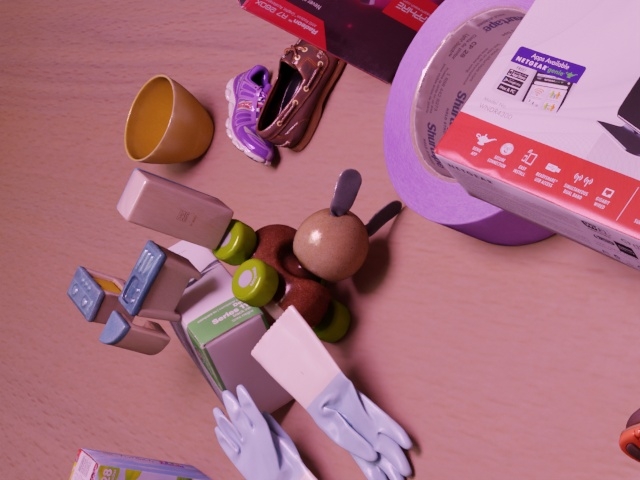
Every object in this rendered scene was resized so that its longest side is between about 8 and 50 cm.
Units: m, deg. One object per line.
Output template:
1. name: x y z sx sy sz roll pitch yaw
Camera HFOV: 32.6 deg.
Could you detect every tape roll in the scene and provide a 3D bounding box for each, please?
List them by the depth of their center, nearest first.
1. tape roll: 0.190 -0.137 1.125 0.275 0.090 0.275 -24 58 45

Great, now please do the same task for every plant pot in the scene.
1. plant pot: -0.218 -0.169 1.639 0.134 0.095 0.134 -23 59 44

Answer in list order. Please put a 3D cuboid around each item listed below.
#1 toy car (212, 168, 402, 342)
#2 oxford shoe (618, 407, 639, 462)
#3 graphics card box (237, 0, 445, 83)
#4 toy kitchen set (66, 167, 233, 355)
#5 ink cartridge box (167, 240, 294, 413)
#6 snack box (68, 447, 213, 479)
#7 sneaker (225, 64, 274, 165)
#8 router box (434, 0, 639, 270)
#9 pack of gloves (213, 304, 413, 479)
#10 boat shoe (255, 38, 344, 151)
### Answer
1. toy car: 0.000 0.000 1.264 0.188 0.155 0.149 -47 43 15
2. oxford shoe: 0.352 0.102 0.839 0.271 0.097 0.098 -29 36 33
3. graphics card box: 0.097 -0.364 1.217 0.371 0.232 0.094 -45 40 29
4. toy kitchen set: -0.228 0.009 1.288 0.166 0.122 0.207 38 103 51
5. ink cartridge box: -0.127 0.108 1.356 0.087 0.153 0.208 -30 39 -13
6. snack box: -0.250 0.380 1.385 0.070 0.174 0.207 16 88 54
7. sneaker: -0.089 -0.178 1.509 0.071 0.068 0.170 -35 49 30
8. router box: 0.305 -0.120 0.869 0.335 0.082 0.301 28 81 41
9. pack of gloves: -0.006 0.218 1.221 0.232 0.046 0.195 48 114 18
10. boat shoe: -0.021 -0.221 1.436 0.073 0.073 0.207 21 91 54
